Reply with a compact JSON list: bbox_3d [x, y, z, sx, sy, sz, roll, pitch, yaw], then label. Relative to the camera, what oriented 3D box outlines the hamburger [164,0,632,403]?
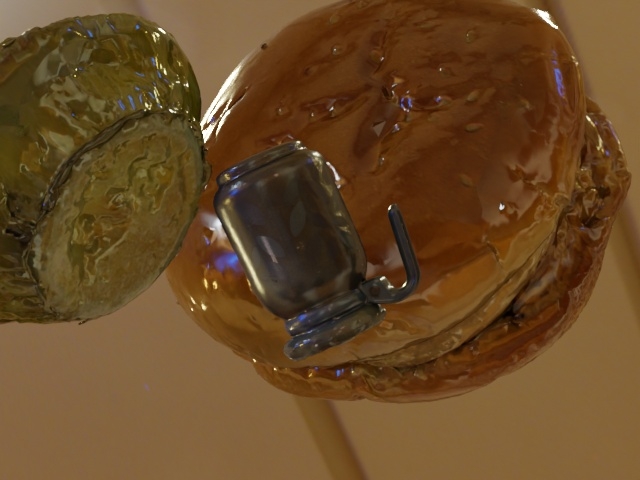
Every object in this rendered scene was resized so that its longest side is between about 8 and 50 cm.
[{"bbox_3d":[0.037,-0.038,0.946,0.170,0.314,0.289,55,-138,-43],"label":"hamburger"}]

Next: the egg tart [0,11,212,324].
[{"bbox_3d":[-0.126,-0.031,0.738,0.197,0.078,0.197,-40,-32,-31],"label":"egg tart"}]

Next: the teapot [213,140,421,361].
[{"bbox_3d":[-0.001,0.001,0.568,0.064,0.049,0.083,-26,-90,-12],"label":"teapot"}]
